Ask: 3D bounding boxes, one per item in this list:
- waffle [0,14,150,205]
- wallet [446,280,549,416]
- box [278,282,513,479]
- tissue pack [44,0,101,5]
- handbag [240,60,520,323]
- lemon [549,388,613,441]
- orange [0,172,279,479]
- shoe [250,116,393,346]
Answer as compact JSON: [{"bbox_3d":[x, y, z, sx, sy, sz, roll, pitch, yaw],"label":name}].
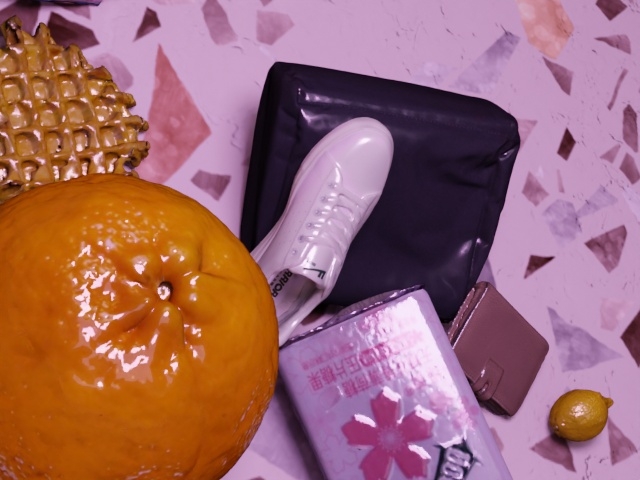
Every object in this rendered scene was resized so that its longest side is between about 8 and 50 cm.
[{"bbox_3d":[-0.299,-0.123,1.384,0.231,0.051,0.229,32,54,-12],"label":"waffle"},{"bbox_3d":[0.205,0.132,1.496,0.153,0.038,0.118,46,67,-36],"label":"wallet"},{"bbox_3d":[0.098,0.241,1.354,0.190,0.112,0.370,-24,80,-6],"label":"box"},{"bbox_3d":[-0.309,-0.352,1.455,0.115,0.065,0.155,-10,71,-53],"label":"tissue pack"},{"bbox_3d":[0.054,-0.054,1.478,0.301,0.275,0.178,7,22,-22],"label":"handbag"},{"bbox_3d":[0.319,0.212,1.540,0.092,0.065,0.065,-22,79,-24],"label":"lemon"},{"bbox_3d":[-0.201,0.098,1.185,0.340,0.293,0.341,11,62,-22],"label":"orange"},{"bbox_3d":[0.000,0.000,1.321,0.095,0.265,0.110,28,17,-24],"label":"shoe"}]
